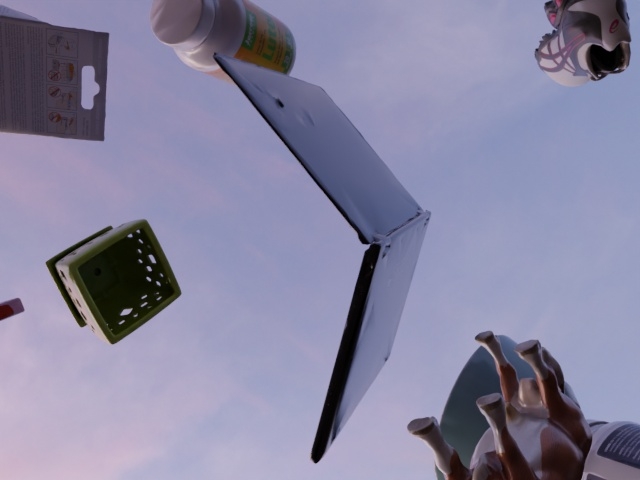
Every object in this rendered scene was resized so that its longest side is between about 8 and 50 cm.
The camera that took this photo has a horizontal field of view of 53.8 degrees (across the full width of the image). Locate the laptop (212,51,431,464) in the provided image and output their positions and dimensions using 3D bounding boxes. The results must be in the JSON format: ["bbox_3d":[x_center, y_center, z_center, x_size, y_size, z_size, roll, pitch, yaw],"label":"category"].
[{"bbox_3d":[0.000,0.000,0.859,0.382,0.237,0.407,-23,-51,-70],"label":"laptop"}]

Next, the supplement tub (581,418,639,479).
[{"bbox_3d":[0.490,0.369,0.899,0.191,0.272,0.191,0,-91,-27],"label":"supplement tub"}]

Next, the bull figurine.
[{"bbox_3d":[0.176,0.211,0.574,0.101,0.310,0.188,-19,-83,31],"label":"bull figurine"}]

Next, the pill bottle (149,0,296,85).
[{"bbox_3d":[-0.155,-0.333,1.029,0.136,0.136,0.246,-58,-24,14],"label":"pill bottle"}]

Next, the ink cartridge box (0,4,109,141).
[{"bbox_3d":[-0.427,-0.240,0.911,0.225,0.056,0.180,1,-52,-21],"label":"ink cartridge box"}]

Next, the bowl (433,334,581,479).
[{"bbox_3d":[0.355,0.342,1.136,0.312,0.163,0.311,-19,-64,-45],"label":"bowl"}]

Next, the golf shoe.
[{"bbox_3d":[0.377,-0.268,0.902,0.105,0.120,0.273,-25,-18,14],"label":"golf shoe"}]

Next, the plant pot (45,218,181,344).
[{"bbox_3d":[-0.516,0.091,1.544,0.228,0.207,0.227,-38,-62,-37],"label":"plant pot"}]

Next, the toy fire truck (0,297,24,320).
[{"bbox_3d":[-0.822,0.194,1.364,0.254,0.302,0.169,-19,-87,2],"label":"toy fire truck"}]
